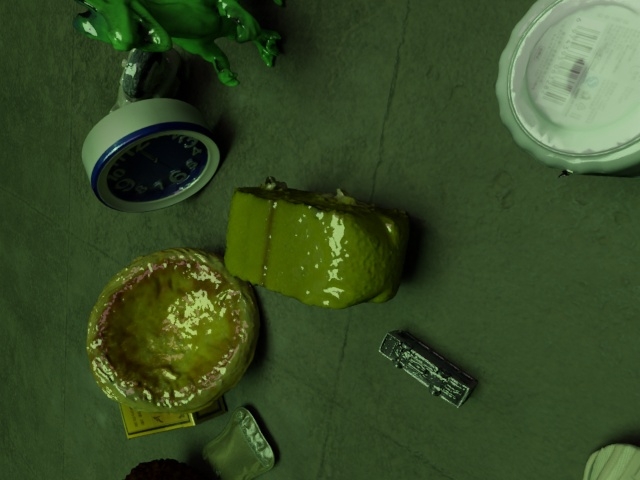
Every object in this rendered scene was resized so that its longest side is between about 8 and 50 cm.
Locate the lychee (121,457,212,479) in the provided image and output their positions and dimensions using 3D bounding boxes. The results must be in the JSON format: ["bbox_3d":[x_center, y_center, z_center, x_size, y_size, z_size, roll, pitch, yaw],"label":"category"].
[{"bbox_3d":[-0.304,0.578,0.987,0.300,0.264,0.264,-123,45,-60],"label":"lychee"}]

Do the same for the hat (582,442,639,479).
[{"bbox_3d":[0.338,0.332,0.479,0.219,0.164,0.226,14,126,38],"label":"hat"}]

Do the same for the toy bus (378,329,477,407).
[{"bbox_3d":[0.144,0.168,0.679,0.130,0.052,0.037,32,111,31],"label":"toy bus"}]

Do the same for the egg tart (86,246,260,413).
[{"bbox_3d":[-0.266,0.167,0.937,0.128,0.319,0.319,101,147,-76],"label":"egg tart"}]

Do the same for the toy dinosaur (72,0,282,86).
[{"bbox_3d":[-0.248,-0.387,0.747,0.500,0.374,0.144,44,130,25],"label":"toy dinosaur"}]

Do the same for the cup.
[{"bbox_3d":[0.278,-0.119,0.422,0.221,0.202,0.167,39,122,31],"label":"cup"}]

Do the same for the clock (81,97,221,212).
[{"bbox_3d":[-0.297,-0.147,0.903,0.230,0.230,0.083,-45,63,36],"label":"clock"}]

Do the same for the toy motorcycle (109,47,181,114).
[{"bbox_3d":[-0.337,-0.264,0.965,0.341,0.108,0.223,-53,20,48],"label":"toy motorcycle"}]

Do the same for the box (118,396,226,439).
[{"bbox_3d":[-0.346,0.315,1.104,0.301,0.084,0.193,-27,79,40],"label":"box"}]

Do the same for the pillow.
[{"bbox_3d":[-0.167,0.424,0.997,0.130,0.033,0.217,53,126,20],"label":"pillow"}]

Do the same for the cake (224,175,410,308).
[{"bbox_3d":[0.000,0.000,0.699,0.260,0.179,0.156,17,108,35],"label":"cake"}]
